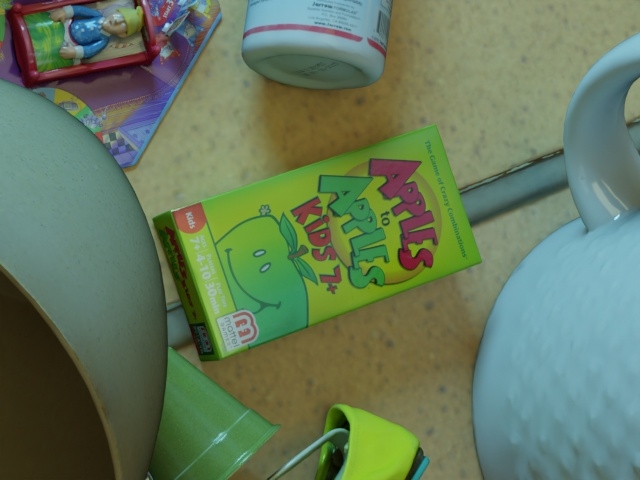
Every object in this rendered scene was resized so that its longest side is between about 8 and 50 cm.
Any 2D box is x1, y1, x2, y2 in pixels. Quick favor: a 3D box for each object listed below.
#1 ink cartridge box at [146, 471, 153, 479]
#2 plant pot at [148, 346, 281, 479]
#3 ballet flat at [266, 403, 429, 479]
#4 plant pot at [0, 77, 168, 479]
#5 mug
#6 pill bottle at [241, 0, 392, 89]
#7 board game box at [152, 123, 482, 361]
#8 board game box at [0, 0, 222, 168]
[{"bbox_3d":[-0.092,0.182,0.791,0.029,0.063,0.115,-27,96,-21],"label":"ink cartridge box"},{"bbox_3d":[-0.079,0.105,0.804,0.083,0.083,0.079,-41,86,-20],"label":"plant pot"},{"bbox_3d":[-0.013,0.177,0.789,0.077,0.077,0.231,39,44,-3],"label":"ballet flat"},{"bbox_3d":[-0.189,0.024,0.686,0.284,0.284,0.191,44,37,-12],"label":"plant pot"},{"bbox_3d":[0.260,0.051,0.799,0.276,0.328,0.374,-28,94,-22],"label":"mug"},{"bbox_3d":[0.005,-0.178,0.855,0.087,0.087,0.160,11,80,-20],"label":"pill bottle"},{"bbox_3d":[0.000,0.000,0.857,0.181,0.043,0.092,-19,91,-22],"label":"board game box"},{"bbox_3d":[-0.134,-0.128,0.825,0.133,0.033,0.169,33,73,-15],"label":"board game box"}]
